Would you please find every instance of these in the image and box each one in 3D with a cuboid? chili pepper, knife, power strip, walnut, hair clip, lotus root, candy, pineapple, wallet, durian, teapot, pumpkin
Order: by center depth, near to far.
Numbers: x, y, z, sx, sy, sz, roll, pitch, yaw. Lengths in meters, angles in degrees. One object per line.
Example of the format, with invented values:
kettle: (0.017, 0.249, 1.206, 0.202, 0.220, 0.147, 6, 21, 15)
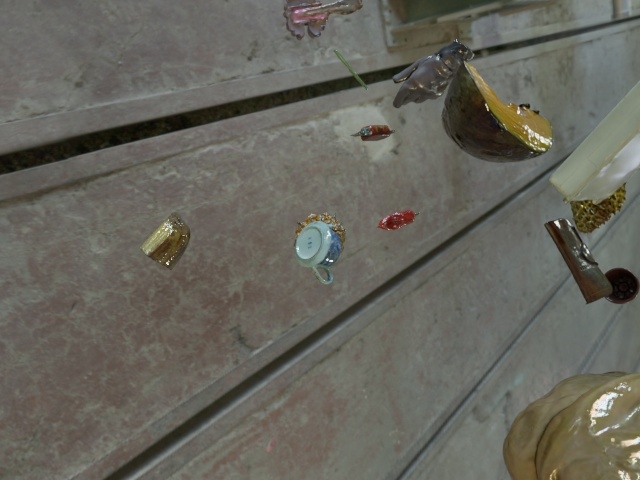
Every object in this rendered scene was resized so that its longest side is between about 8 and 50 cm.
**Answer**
power strip: (0.392, -0.169, 0.561, 0.106, 0.367, 0.043, -4, 51, -36)
walnut: (0.417, 0.315, 0.695, 0.286, 0.296, 0.285, -4, 104, -18)
pumpkin: (0.336, -0.210, 1.057, 0.312, 0.169, 0.148, 20, 53, -35)
lotus root: (-0.379, 0.007, 1.289, 0.095, 0.159, 0.135, 38, 94, -17)
durian: (0.735, -0.123, 1.414, 0.139, 0.145, 0.252, -82, 151, -75)
wallet: (0.741, 0.050, 1.491, 0.137, 0.031, 0.255, -13, 72, -36)
teapot: (0.008, 0.032, 1.725, 0.159, 0.159, 0.231, 26, 56, -44)
chili pepper: (0.268, -0.071, 1.746, 0.191, 0.050, 0.059, -19, 125, -28)
knife: (0.106, -0.593, 1.808, 0.014, 0.030, 0.207, -51, 129, 1)
hair clip: (0.005, -0.841, 1.907, 0.301, 0.069, 0.172, -15, 102, -12)
pineapple: (0.000, 0.000, 1.929, 0.225, 0.076, 0.224, -1, 101, -7)
candy: (0.242, -0.483, 2.329, 0.292, 0.086, 0.059, -15, 88, -48)

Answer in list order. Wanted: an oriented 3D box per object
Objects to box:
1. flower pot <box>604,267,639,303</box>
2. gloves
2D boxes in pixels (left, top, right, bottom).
flower pot: (0.936, 0.143, 1.609, 0.089, 0.111, 0.111, 11, 83, -48)
gloves: (0.323, -0.494, 1.557, 0.142, 0.285, 0.119, 48, 42, -4)
